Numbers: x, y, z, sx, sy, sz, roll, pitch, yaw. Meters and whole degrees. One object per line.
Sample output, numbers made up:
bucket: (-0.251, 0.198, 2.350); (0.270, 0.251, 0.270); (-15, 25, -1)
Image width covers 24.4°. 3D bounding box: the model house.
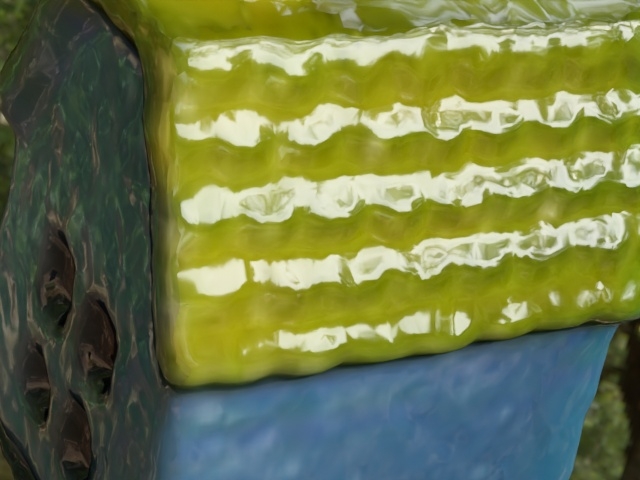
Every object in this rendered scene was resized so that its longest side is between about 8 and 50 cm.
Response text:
model house: (-0.006, -0.002, 0.617); (0.237, 0.303, 0.215); (-7, 43, -30)
